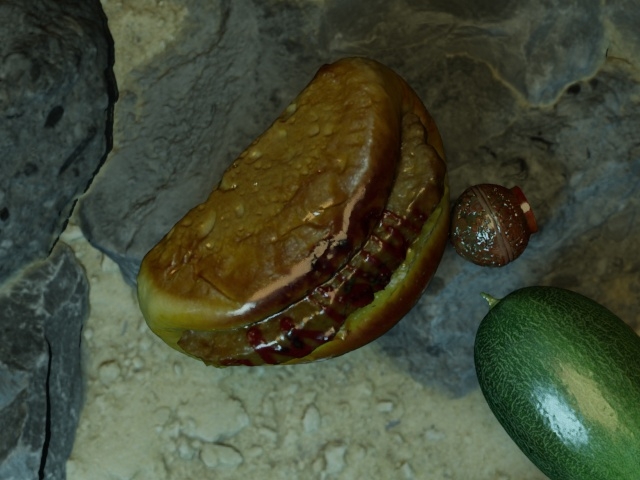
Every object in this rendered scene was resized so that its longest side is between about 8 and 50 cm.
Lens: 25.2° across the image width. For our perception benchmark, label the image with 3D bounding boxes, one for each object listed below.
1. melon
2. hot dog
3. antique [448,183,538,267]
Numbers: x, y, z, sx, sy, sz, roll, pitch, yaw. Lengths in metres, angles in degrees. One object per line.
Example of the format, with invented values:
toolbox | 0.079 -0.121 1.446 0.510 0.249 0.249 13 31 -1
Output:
melon | 0.275 0.159 1.553 0.182 0.182 0.287 -39 78 -3
hot dog | -0.001 -0.001 1.594 0.405 0.185 0.223 -47 55 -4
antique | 0.193 -0.017 1.640 0.104 0.104 0.104 -1 78 6
